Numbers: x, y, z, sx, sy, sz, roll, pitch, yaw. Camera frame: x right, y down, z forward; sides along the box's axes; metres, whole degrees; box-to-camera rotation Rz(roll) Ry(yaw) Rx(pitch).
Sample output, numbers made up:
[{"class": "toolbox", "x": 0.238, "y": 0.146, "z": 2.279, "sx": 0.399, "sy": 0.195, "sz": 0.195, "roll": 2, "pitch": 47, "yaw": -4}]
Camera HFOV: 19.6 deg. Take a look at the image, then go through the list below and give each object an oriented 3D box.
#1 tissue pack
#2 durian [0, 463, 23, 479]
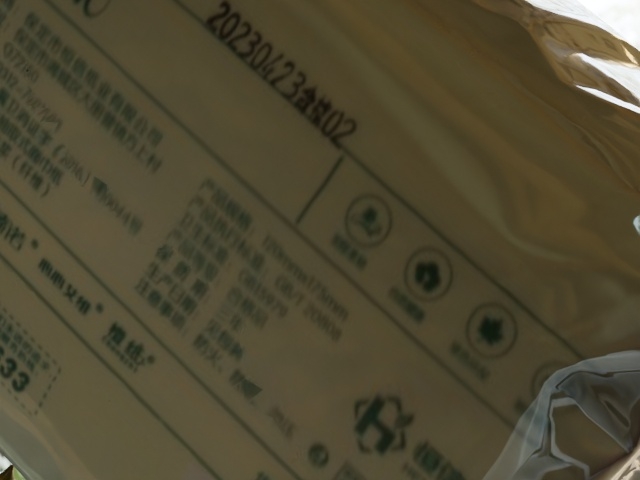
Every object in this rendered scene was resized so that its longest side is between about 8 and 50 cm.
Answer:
[{"class": "tissue pack", "x": 0.000, "y": 0.000, "z": 0.789, "sx": 0.297, "sy": 0.380, "sz": 0.207, "roll": -54, "pitch": -23, "yaw": 21}, {"class": "durian", "x": -0.304, "y": 0.251, "z": 1.357, "sx": 0.306, "sy": 0.172, "sz": 0.166, "roll": -1, "pitch": -45, "yaw": -8}]
